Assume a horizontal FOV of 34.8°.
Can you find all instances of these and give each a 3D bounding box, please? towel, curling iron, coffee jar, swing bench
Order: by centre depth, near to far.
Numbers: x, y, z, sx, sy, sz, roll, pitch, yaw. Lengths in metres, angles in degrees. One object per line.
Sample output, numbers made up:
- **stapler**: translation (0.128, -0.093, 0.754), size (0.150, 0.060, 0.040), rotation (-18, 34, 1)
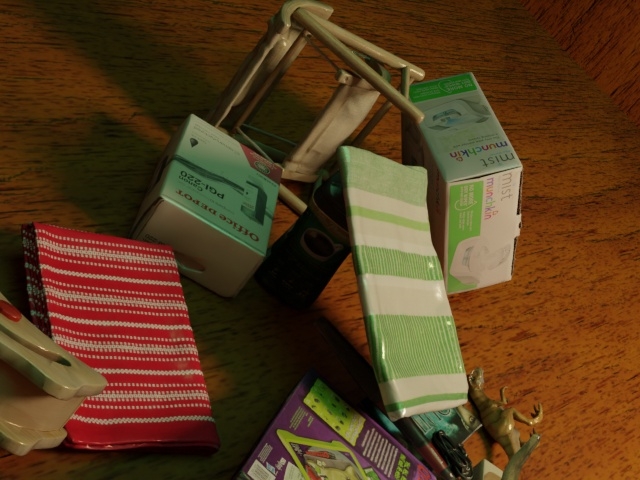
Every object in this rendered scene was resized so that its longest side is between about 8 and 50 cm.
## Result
- **towel**: translation (-0.215, 0.104, 1.099), size (0.199, 0.031, 0.275), rotation (12, 48, -40)
- **towel**: translation (0.108, 0.054, 1.277), size (0.248, 0.038, 0.325), rotation (7, 72, -62)
- **curling iron**: translation (0.086, 0.201, 1.280), size (0.274, 0.035, 0.068), rotation (44, 17, 11)
- **coffee jar**: translation (0.000, 0.000, 1.347), size (0.096, 0.184, 0.079), rotation (40, 31, -2)
- **swing bench**: translation (-0.020, -0.195, 1.511), size (0.254, 0.253, 0.165), rotation (32, 31, -15)

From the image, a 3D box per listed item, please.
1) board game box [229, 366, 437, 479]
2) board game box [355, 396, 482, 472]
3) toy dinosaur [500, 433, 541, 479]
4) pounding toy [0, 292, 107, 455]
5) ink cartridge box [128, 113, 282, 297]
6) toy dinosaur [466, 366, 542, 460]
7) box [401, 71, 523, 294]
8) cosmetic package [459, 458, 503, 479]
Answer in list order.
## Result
- **board game box**: translation (0.023, 0.261, 1.077), size (0.208, 0.056, 0.347), rotation (37, 13, 3)
- **board game box**: translation (0.129, 0.235, 1.341), size (0.126, 0.026, 0.186), rotation (47, 31, 12)
- **toy dinosaur**: translation (0.201, 0.358, 1.162), size (0.118, 0.064, 0.268), rotation (4, 83, -29)
- **pounding toy**: translation (-0.348, 0.110, 0.931), size (0.269, 0.155, 0.154), rotation (38, 3, -8)
- **ink cartridge box**: translation (-0.146, -0.049, 1.344), size (0.158, 0.092, 0.218), rotation (31, 34, -16)
- **toy dinosaur**: translation (0.260, 0.269, 1.426), size (0.112, 0.064, 0.211), rotation (4, 34, -20)
- **box**: translation (0.219, -0.088, 1.614), size (0.126, 0.262, 0.231), rotation (-12, 49, -6)
- **cosmetic package**: translation (0.196, 0.332, 1.256), size (0.041, 0.060, 0.115), rotation (35, 32, -10)
